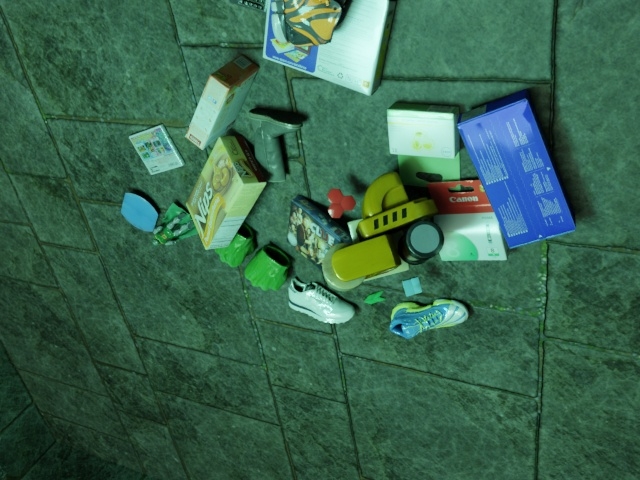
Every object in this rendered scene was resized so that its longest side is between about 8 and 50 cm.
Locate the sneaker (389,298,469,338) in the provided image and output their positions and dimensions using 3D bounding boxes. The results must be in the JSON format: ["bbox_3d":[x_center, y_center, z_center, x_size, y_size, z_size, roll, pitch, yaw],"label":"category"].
[{"bbox_3d":[0.308,0.240,1.951,0.240,0.126,0.091,-9,119,36],"label":"sneaker"}]

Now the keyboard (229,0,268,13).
[{"bbox_3d":[-0.190,-0.715,1.588,0.201,0.033,0.317,24,132,14],"label":"keyboard"}]

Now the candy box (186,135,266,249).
[{"bbox_3d":[-0.287,-0.138,1.992,0.316,0.087,0.183,-53,55,44],"label":"candy box"}]

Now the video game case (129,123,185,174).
[{"bbox_3d":[-0.519,-0.287,2.128,0.157,0.019,0.143,-9,118,37],"label":"video game case"}]

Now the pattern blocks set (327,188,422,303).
[{"bbox_3d":[0.158,0.007,1.822,0.285,0.026,0.325,-6,96,-3],"label":"pattern blocks set"}]

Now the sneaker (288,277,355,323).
[{"bbox_3d":[0.001,0.191,2.136,0.235,0.090,0.095,14,120,21],"label":"sneaker"}]

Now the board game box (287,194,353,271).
[{"bbox_3d":[0.000,0.000,1.953,0.243,0.042,0.165,39,139,31],"label":"board game box"}]

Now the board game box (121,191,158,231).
[{"bbox_3d":[-0.618,-0.104,2.321,0.133,0.033,0.169,32,139,-1],"label":"board game box"}]

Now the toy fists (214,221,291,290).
[{"bbox_3d":[-0.224,0.048,2.154,0.279,0.096,0.142,37,122,3],"label":"toy fists"}]

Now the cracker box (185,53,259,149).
[{"bbox_3d":[-0.267,-0.372,1.810,0.067,0.156,0.232,37,134,2],"label":"cracker box"}]

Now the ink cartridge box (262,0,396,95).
[{"bbox_3d":[0.019,-0.532,1.579,0.303,0.072,0.307,24,130,15],"label":"ink cartridge box"}]

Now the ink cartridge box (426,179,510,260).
[{"bbox_3d":[0.377,-0.047,1.730,0.181,0.056,0.225,-1,129,32],"label":"ink cartridge box"}]

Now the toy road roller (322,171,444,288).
[{"bbox_3d":[0.140,-0.027,1.712,0.329,0.202,0.240,-21,83,-2],"label":"toy road roller"}]

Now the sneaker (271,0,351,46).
[{"bbox_3d":[-0.021,-0.577,1.458,0.180,0.124,0.321,11,138,21],"label":"sneaker"}]

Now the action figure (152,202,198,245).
[{"bbox_3d":[-0.513,-0.031,2.295,0.137,0.063,0.232,48,137,-13],"label":"action figure"}]

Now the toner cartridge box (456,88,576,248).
[{"bbox_3d":[0.461,-0.160,1.566,0.165,0.075,0.348,-17,114,27],"label":"toner cartridge box"}]

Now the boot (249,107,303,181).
[{"bbox_3d":[-0.120,-0.256,1.868,0.189,0.076,0.208,21,127,36],"label":"boot"}]

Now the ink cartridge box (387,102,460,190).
[{"bbox_3d":[0.261,-0.223,1.676,0.171,0.056,0.235,9,126,25],"label":"ink cartridge box"}]
